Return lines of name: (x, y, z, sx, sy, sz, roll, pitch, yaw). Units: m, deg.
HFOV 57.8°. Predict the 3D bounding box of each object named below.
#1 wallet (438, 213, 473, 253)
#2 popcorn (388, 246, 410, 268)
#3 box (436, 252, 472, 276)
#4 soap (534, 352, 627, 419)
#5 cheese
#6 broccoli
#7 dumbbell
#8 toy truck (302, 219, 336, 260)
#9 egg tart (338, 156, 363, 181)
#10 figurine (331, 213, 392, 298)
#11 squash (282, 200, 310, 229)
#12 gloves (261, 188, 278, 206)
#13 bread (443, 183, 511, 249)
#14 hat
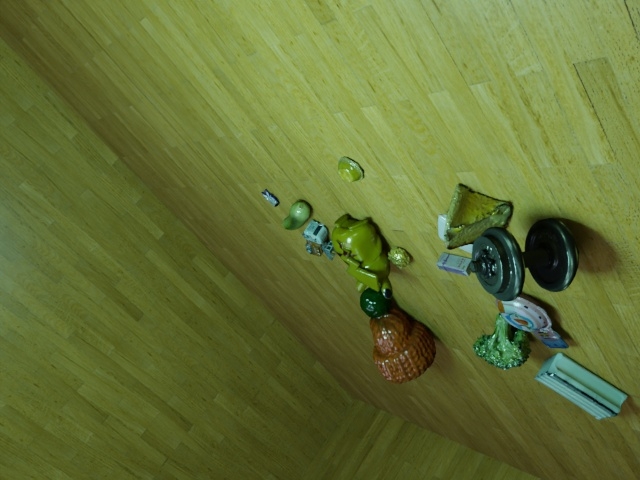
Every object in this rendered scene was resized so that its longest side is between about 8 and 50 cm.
wallet: (0.407, -0.022, 1.723, 0.124, 0.032, 0.183, 28, 166, 22)
popcorn: (0.281, 0.062, 2.082, 0.082, 0.057, 0.083, 38, 161, 5)
box: (0.437, 0.077, 1.875, 0.117, 0.051, 0.036, 12, 154, 46)
soap: (0.883, 0.497, 1.967, 0.261, 0.094, 0.150, 32, 163, 12)
cheese: (0.667, 0.252, 1.835, 0.286, 0.074, 0.189, 42, 160, -13)
broccoli: (0.626, 0.337, 1.983, 0.194, 0.194, 0.220, 50, 179, -28)
dumbbell: (0.511, 0.047, 1.442, 0.192, 0.289, 0.192, 172, 90, -78)
toy truck: (-0.001, 0.001, 2.373, 0.115, 0.080, 0.178, 23, 155, 22)
egg tart: (0.090, -0.219, 1.848, 0.105, 0.039, 0.105, 34, 157, 16)
figurine: (0.163, 0.063, 2.106, 0.327, 0.169, 0.218, 54, 163, -28)
squash: (-0.096, -0.096, 2.338, 0.083, 0.083, 0.250, 39, 162, -2)
gloves: (-0.209, -0.179, 2.417, 0.086, 0.026, 0.064, 40, 157, 9)
bread: (0.420, -0.048, 1.551, 0.160, 0.169, 0.140, 13, 149, 18)
hat: (0.319, 0.383, 2.450, 0.285, 0.285, 0.400, 7, 129, 52)
